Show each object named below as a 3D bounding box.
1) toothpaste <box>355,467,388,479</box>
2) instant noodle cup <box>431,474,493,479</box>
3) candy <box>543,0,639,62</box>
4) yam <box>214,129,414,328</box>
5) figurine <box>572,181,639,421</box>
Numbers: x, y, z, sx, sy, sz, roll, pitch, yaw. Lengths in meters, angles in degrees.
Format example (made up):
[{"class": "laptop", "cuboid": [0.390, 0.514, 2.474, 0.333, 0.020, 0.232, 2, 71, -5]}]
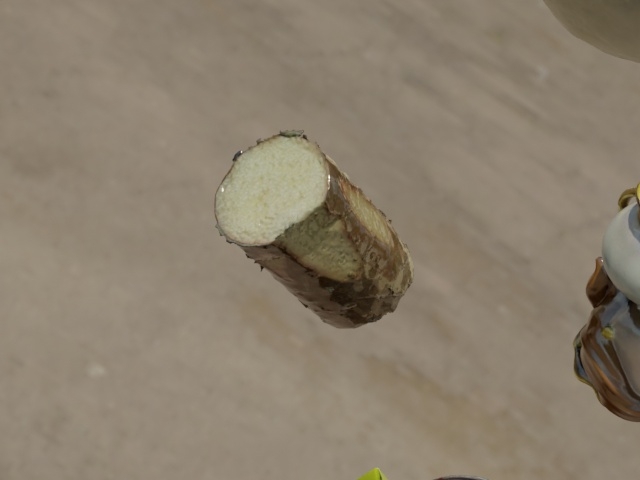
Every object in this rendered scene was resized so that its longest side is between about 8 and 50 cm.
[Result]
[{"class": "toothpaste", "cuboid": [-0.041, 0.355, 1.866, 0.110, 0.327, 0.077, 51, 14, -22]}, {"class": "instant noodle cup", "cuboid": [0.128, 0.396, 2.056, 0.181, 0.302, 0.258, -14, 82, -55]}, {"class": "candy", "cuboid": [0.399, -0.352, 2.062, 0.386, 0.427, 0.186, -11, 49, -3]}, {"class": "yam", "cuboid": [-0.001, -0.001, 1.993, 0.238, 0.129, 0.128, 47, 35, -50]}, {"class": "figurine", "cuboid": [0.318, 0.062, 1.806, 0.142, 0.263, 0.189, -6, 43, -16]}]
